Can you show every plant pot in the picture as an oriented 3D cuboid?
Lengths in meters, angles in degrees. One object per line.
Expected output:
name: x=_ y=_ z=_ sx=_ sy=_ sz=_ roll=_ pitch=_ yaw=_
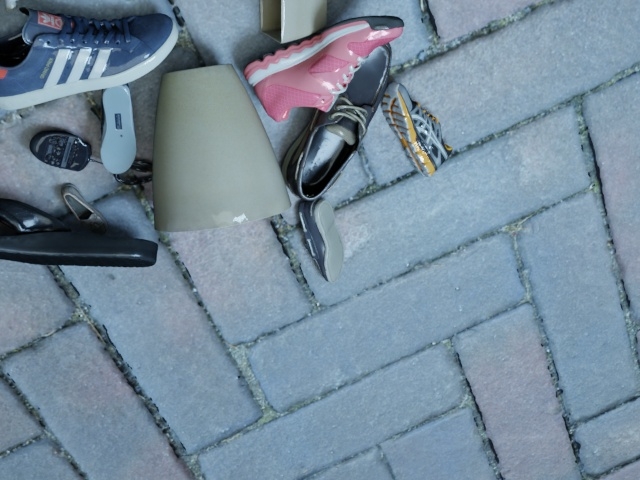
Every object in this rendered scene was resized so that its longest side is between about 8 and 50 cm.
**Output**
plant pot: x=-0.200 y=-0.176 z=1.501 sx=0.257 sy=0.256 sz=0.273 roll=-11 pitch=102 yaw=-8
plant pot: x=-0.045 y=-0.422 z=1.480 sx=0.096 sy=0.109 sz=0.108 roll=-10 pitch=118 yaw=-21

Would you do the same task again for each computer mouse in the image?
computer mouse: x=-0.426 y=-0.156 z=1.560 sx=0.242 sy=0.041 sz=0.071 roll=16 pitch=108 yaw=-27

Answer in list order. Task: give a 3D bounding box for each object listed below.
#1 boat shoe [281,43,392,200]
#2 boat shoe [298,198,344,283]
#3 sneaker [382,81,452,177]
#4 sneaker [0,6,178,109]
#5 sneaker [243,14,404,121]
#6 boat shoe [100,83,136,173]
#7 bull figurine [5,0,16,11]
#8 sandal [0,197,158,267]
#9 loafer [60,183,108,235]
boat shoe: x=0.046 y=-0.225 z=1.580 sx=0.132 sy=0.130 sz=0.355 roll=18 pitch=111 yaw=-21
boat shoe: x=0.000 y=0.000 z=1.735 sx=0.065 sy=0.075 sz=0.206 roll=10 pitch=130 yaw=30
sneaker: x=0.194 y=-0.231 z=1.650 sx=0.083 sy=0.084 sz=0.214 roll=-37 pitch=123 yaw=-9
sneaker: x=-0.421 y=-0.338 z=1.396 sx=0.350 sy=0.131 sz=0.148 roll=-20 pitch=139 yaw=-4
sneaker: x=0.019 y=-0.309 z=1.491 sx=0.314 sy=0.116 sz=0.136 roll=-18 pitch=98 yaw=25
boat shoe: x=-0.372 y=-0.219 z=1.516 sx=0.065 sy=0.083 sz=0.183 roll=0 pitch=124 yaw=-14
bull figurine: x=-0.651 y=-0.420 z=1.335 sx=0.311 sy=0.101 sz=0.188 roll=-24 pitch=123 yaw=1
sandal: x=-0.533 y=-0.015 z=1.553 sx=0.446 sy=0.167 sz=0.106 roll=4 pitch=79 yaw=-15
loafer: x=-0.459 y=-0.053 z=1.596 sx=0.045 sy=0.039 sz=0.125 roll=-33 pitch=119 yaw=5
